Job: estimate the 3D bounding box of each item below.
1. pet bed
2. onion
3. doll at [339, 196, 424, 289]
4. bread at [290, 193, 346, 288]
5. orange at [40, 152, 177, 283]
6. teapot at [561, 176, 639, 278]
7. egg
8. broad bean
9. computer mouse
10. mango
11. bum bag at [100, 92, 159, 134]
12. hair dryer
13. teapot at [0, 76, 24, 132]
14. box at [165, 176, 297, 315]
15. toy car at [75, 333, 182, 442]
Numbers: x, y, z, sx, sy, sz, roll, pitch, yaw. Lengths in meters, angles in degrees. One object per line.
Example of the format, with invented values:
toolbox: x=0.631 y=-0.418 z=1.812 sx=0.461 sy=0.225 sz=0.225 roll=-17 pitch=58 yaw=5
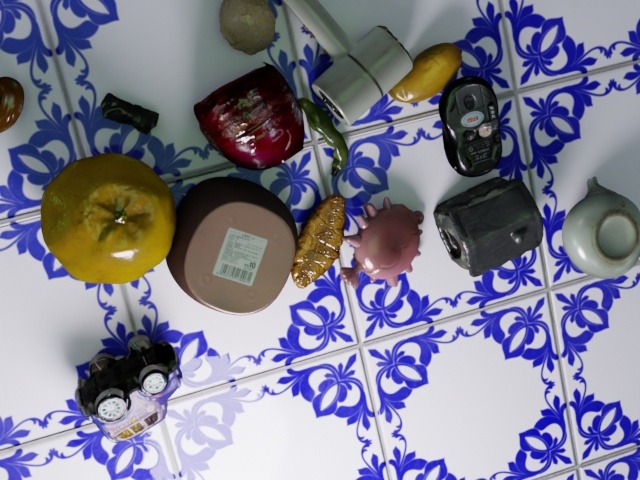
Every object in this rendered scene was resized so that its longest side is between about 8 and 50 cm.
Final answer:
pet bed: x=0.393 y=-0.031 z=1.962 sx=0.210 sy=0.159 sz=0.183 roll=-24 pitch=105 yaw=-8
onion: x=-0.138 y=-0.246 z=1.782 sx=0.216 sy=0.207 sz=0.206 roll=-31 pitch=103 yaw=1
doll: x=0.146 y=0.012 z=1.938 sx=0.262 sy=0.093 sz=0.211 roll=-45 pitch=118 yaw=-18
bread: x=0.000 y=0.000 z=1.922 sx=0.104 sy=0.076 sz=0.233 roll=22 pitch=98 yaw=-10
orange: x=-0.432 y=-0.043 z=1.735 sx=0.279 sy=0.235 sz=0.279 roll=-4 pitch=101 yaw=-20
teapot: x=0.718 y=0.013 z=2.049 sx=0.318 sy=0.149 sz=0.220 roll=39 pitch=84 yaw=-16
egg: x=-0.156 y=-0.463 z=1.784 sx=0.116 sy=0.118 sz=0.140 roll=-12 pitch=120 yaw=34
broad bean: x=0.015 y=-0.240 z=1.896 sx=0.061 sy=0.046 sz=0.195 roll=-28 pitch=107 yaw=-9
computer mouse: x=0.340 y=-0.263 z=1.940 sx=0.137 sy=0.096 sz=0.233 roll=-13 pitch=107 yaw=-5
mango: x=0.241 y=-0.375 z=1.906 sx=0.190 sy=0.075 sz=0.098 roll=-36 pitch=91 yaw=0
bum bag: x=-0.409 y=-0.270 z=1.800 sx=0.124 sy=0.034 sz=0.058 roll=19 pitch=82 yaw=-16
hair dryer: x=0.014 y=-0.446 z=1.829 sx=0.203 sy=0.128 sz=0.362 roll=-42 pitch=99 yaw=-1
teapot: x=-0.649 y=-0.272 z=1.730 sx=0.098 sy=0.078 sz=0.129 roll=37 pitch=103 yaw=24
box: x=-0.187 y=0.021 z=1.815 sx=0.300 sy=0.216 sz=0.301 roll=-3 pitch=103 yaw=-11
toy car: x=-0.407 y=0.331 z=1.859 sx=0.235 sy=0.172 sz=0.158 roll=-27 pitch=122 yaw=-9
